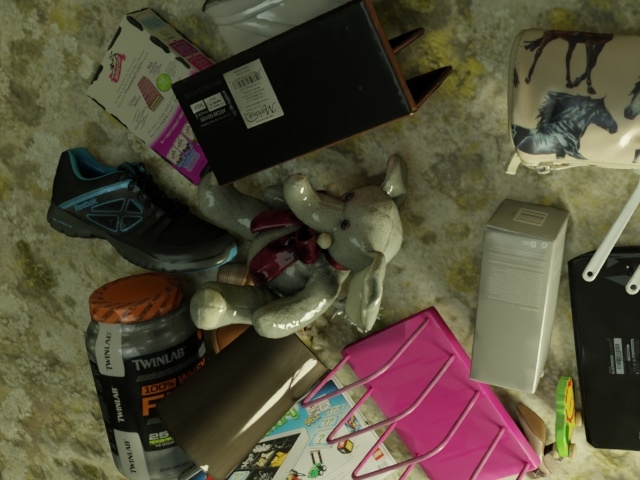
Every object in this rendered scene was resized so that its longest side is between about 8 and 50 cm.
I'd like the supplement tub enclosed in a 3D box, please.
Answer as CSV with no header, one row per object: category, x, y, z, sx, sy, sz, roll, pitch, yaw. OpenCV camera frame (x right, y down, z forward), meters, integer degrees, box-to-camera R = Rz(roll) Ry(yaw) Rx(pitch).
supplement tub,-0.281,0.226,1.588,0.193,0.193,0.316,0,112,24

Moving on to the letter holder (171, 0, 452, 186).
letter holder,-0.002,-0.217,1.261,0.302,0.214,0.152,-18,105,30

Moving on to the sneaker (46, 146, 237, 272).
sneaker,-0.291,-0.047,1.520,0.341,0.125,0.140,17,112,15

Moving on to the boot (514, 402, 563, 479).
boot,0.315,0.314,1.448,0.118,0.042,0.087,48,126,3

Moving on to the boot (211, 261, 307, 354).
boot,-0.095,0.131,1.539,0.152,0.073,0.197,11,123,11

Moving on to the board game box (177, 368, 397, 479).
board game box,-0.052,0.375,1.539,0.305,0.053,0.193,-34,95,-3

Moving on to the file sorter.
file sorter,0.140,0.290,1.411,0.202,0.182,0.291,-31,96,42

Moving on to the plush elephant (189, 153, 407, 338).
plush elephant,0.000,0.000,1.335,0.330,0.272,0.255,22,137,-18

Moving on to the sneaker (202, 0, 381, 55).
sneaker,-0.014,-0.322,1.308,0.297,0.111,0.129,-6,126,29

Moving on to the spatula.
spatula,0.463,-0.020,1.232,0.168,0.019,0.242,28,107,8

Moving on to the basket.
basket,-0.114,0.226,1.434,0.227,0.204,0.154,-43,94,-3

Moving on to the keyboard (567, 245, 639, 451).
keyboard,0.460,0.157,1.324,0.201,0.033,0.317,-1,111,26

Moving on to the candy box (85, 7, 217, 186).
candy box,-0.226,-0.219,1.448,0.233,0.071,0.159,40,122,3

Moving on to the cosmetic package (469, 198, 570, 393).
cosmetic package,0.276,0.077,1.317,0.107,0.127,0.238,13,114,18

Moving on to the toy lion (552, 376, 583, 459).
toy lion,0.355,0.252,1.373,0.034,0.100,0.096,0,130,26

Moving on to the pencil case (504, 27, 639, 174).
pencil case,0.429,-0.149,1.131,0.410,0.160,0.183,9,102,21
